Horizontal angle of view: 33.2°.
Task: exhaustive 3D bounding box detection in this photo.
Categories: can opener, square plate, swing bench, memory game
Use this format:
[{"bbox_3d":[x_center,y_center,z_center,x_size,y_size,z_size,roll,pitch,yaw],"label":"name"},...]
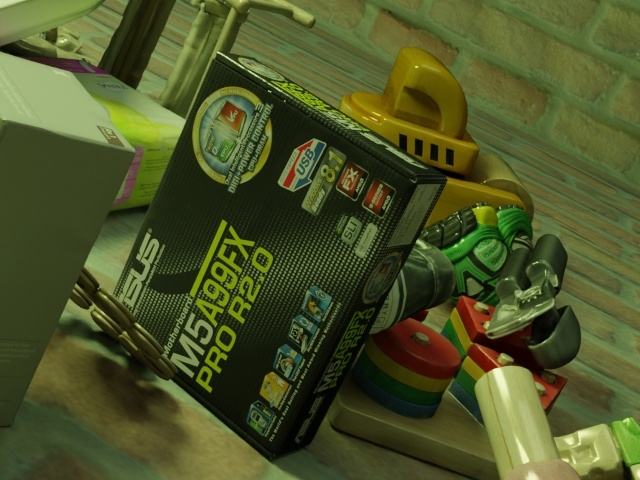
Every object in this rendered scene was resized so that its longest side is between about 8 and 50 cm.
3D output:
[{"bbox_3d":[0.240,0.069,1.175,0.095,0.076,0.283,60,20,-2],"label":"can opener"},{"bbox_3d":[-0.392,-0.279,1.320,0.344,0.049,0.347,-18,21,5],"label":"square plate"},{"bbox_3d":[-0.190,-0.250,1.443,0.255,0.253,0.165,35,20,26],"label":"swing bench"},{"bbox_3d":[-0.184,0.048,0.864,0.186,0.012,0.186,39,-17,14],"label":"memory game"}]

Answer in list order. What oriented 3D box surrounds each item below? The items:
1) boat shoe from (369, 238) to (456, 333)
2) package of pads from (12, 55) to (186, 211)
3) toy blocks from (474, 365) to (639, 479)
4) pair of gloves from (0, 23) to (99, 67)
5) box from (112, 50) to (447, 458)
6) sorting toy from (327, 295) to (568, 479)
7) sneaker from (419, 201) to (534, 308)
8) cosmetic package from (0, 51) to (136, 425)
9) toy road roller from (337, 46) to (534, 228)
[{"bbox_3d":[0.006,0.031,1.053,0.119,0.121,0.335,-2,12,-29],"label":"boat shoe"},{"bbox_3d":[-0.286,-0.123,1.219,0.229,0.101,0.296,32,20,19],"label":"package of pads"},{"bbox_3d":[0.283,0.238,0.736,0.289,0.309,0.260,-16,48,5],"label":"toy blocks"},{"bbox_3d":[-0.442,-0.305,1.603,0.204,0.042,0.240,17,22,-34],"label":"pair of gloves"},{"bbox_3d":[-0.048,0.011,0.900,0.216,0.270,0.060,35,20,25],"label":"box"},{"bbox_3d":[0.135,0.129,1.093,0.257,0.089,0.255,22,19,-12],"label":"sorting toy"},{"bbox_3d":[0.221,0.039,1.446,0.343,0.134,0.146,-4,70,-67],"label":"sneaker"},{"bbox_3d":[-0.233,-0.001,0.741,0.107,0.238,0.127,8,25,-41],"label":"cosmetic package"},{"bbox_3d":[0.182,-0.148,1.638,0.330,0.240,0.202,16,20,-11],"label":"toy road roller"}]
